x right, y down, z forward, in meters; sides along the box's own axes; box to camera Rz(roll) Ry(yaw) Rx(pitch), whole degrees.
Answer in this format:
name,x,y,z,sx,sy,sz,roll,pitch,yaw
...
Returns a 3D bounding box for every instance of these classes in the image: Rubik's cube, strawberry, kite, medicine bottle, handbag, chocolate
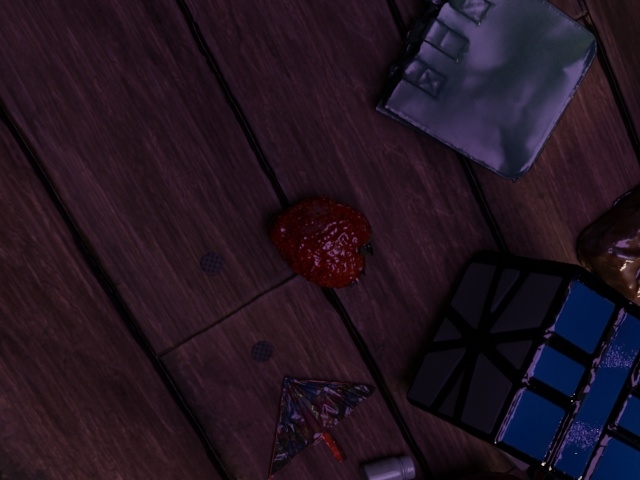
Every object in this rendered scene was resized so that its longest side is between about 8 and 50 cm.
name,x,y,z,sx,sy,sz,roll,pitch,yaw
Rubik's cube,0.345,0.203,1.533,0.283,0.293,0.288,29,82,-24
strawberry,0.005,-0.001,1.482,0.148,0.131,0.131,29,93,-30
kite,-0.013,0.292,1.607,0.232,0.009,0.189,-36,112,-5
medicine bottle,0.110,0.383,1.648,0.083,0.047,0.047,-12,106,-16
handbag,0.249,-0.260,1.513,0.274,0.100,0.269,24,99,-21
chocolate,0.546,-0.001,1.670,0.214,0.093,0.148,-41,110,-5

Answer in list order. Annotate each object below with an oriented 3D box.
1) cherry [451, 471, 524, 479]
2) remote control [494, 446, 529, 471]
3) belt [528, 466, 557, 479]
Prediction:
name,x,y,z,sx,sy,sz,roll,pitch,yaw
cherry,0.259,0.492,1.614,0.307,0.261,0.221,-26,111,-28
remote control,0.285,0.295,1.696,0.067,0.029,0.261,-48,114,-7
belt,0.524,0.350,1.749,0.359,0.094,0.126,-41,110,-5
